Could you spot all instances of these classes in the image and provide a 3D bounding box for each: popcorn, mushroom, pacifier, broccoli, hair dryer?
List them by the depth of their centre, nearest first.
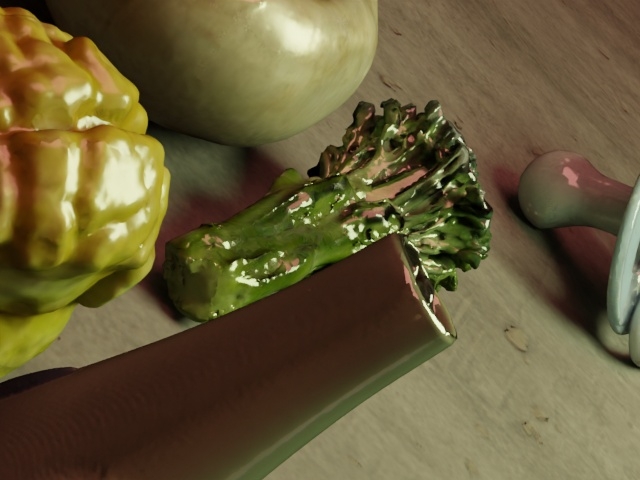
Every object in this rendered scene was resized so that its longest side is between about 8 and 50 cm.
[{"bbox_3d":[-0.064,0.094,0.694,0.119,0.296,0.298,57,-11,-8],"label":"hair dryer"},{"bbox_3d":[-0.192,-0.033,0.911,0.203,0.226,0.200,69,6,-68],"label":"popcorn"},{"bbox_3d":[0.000,-0.007,1.233,0.165,0.145,0.304,49,38,16],"label":"broccoli"},{"bbox_3d":[-0.059,-0.229,1.256,0.297,0.290,0.297,35,27,-21],"label":"mushroom"},{"bbox_3d":[0.291,-0.013,1.633,0.226,0.238,0.287,23,16,28],"label":"pacifier"}]
